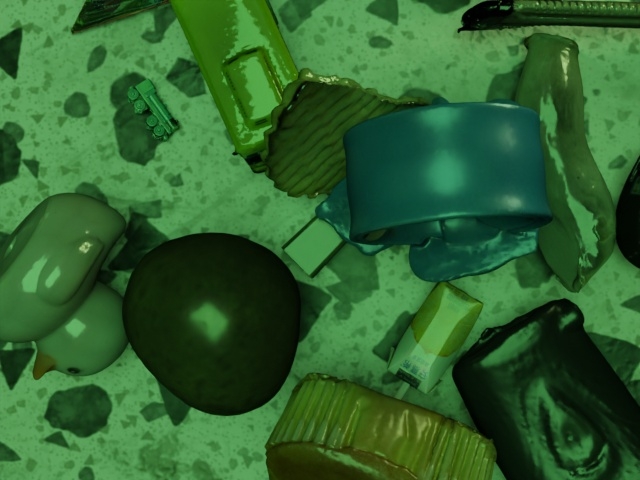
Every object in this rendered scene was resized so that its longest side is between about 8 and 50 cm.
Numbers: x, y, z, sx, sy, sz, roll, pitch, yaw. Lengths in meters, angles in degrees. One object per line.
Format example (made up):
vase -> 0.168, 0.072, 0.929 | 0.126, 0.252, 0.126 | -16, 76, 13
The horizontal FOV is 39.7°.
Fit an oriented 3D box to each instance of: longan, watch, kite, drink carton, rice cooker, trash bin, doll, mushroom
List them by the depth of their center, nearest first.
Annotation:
watch -> 0.118, -0.072, 1.077 | 0.305, 0.274, 0.242 | -9, 83, 15
rice cooker -> 0.469, -0.052, 1.154 | 0.142, 0.118, 0.203 | 20, 92, -1
longan -> -0.144, 0.103, 1.166 | 0.245, 0.215, 0.246 | -7, 76, 28
mushroom -> 0.321, -0.107, 1.180 | 0.109, 0.097, 0.352 | -11, 87, 3
doll -> -0.336, 0.069, 1.201 | 0.221, 0.221, 0.251 | 26, 77, 4
drink carton -> 0.142, 0.153, 1.204 | 0.084, 0.074, 0.200 | 32, 94, 5
trash bin -> 0.000, 0.000, 1.234 | 0.092, 0.043, 0.061 | -44, 87, 0
kite -> -0.231, -0.410, 1.262 | 0.233, 0.016, 0.321 | 28, 93, 6

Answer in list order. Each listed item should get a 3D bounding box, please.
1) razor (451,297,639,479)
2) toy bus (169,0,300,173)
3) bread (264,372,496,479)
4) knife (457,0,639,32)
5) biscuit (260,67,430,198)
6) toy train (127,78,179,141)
razor -> 0.329, 0.257, 1.169 | 0.204, 0.113, 0.349 | -31, 86, 3
toy bus -> -0.096, -0.233, 1.185 | 0.128, 0.150, 0.262 | -25, 86, 3
bread -> 0.069, 0.296, 1.129 | 0.288, 0.204, 0.156 | 26, 55, -2
knife -> 0.364, -0.300, 1.172 | 0.365, 0.089, 0.043 | -1, 93, -2
biscuit -> 0.015, -0.129, 1.145 | 0.036, 0.273, 0.187 | 50, 116, 28
toy train -> -0.238, -0.184, 1.260 | 0.045, 0.029, 0.092 | -36, 91, -12
